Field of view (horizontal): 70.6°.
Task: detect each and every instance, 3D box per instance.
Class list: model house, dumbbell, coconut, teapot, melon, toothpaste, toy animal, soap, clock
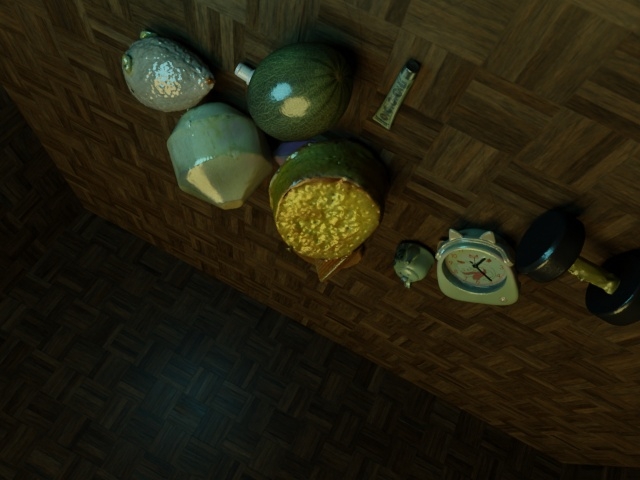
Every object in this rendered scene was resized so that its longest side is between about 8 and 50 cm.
[{"bbox_3d":[0.036,-0.002,1.704,0.237,0.237,0.202,37,128,-16],"label":"model house"},{"bbox_3d":[0.733,0.077,1.250,0.323,0.203,0.203,30,154,-2],"label":"dumbbell"},{"bbox_3d":[-0.337,-0.276,1.544,0.353,0.352,0.352,23,154,12],"label":"coconut"},{"bbox_3d":[0.349,0.103,1.753,0.159,0.158,0.232,18,152,21],"label":"teapot"},{"bbox_3d":[-0.054,-0.383,1.172,0.302,0.237,0.237,-6,137,47],"label":"melon"},{"bbox_3d":[-0.112,-0.430,1.362,0.315,0.058,0.056,30,111,-11],"label":"toothpaste"},{"bbox_3d":[-0.489,-0.521,1.418,0.359,0.188,0.226,5,141,24],"label":"toy animal"},{"bbox_3d":[-0.030,-0.234,1.598,0.181,0.081,0.259,5,144,38],"label":"soap"},{"bbox_3d":[0.194,-0.369,1.174,0.062,0.039,0.239,33,156,2],"label":"toothpaste"},{"bbox_3d":[0.528,0.076,1.520,0.266,0.108,0.324,6,135,31],"label":"clock"}]

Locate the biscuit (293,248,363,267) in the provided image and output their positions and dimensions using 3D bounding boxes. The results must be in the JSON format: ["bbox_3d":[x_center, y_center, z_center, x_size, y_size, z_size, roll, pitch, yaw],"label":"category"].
[{"bbox_3d":[0.001,-0.002,2.007,0.386,0.062,0.365,-3,139,43],"label":"biscuit"}]

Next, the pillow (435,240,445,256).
[{"bbox_3d":[0.522,0.061,1.630,0.211,0.034,0.135,19,150,17],"label":"pillow"}]

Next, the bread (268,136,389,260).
[{"bbox_3d":[0.026,-0.132,1.449,0.399,0.215,0.397,0,130,0],"label":"bread"}]
